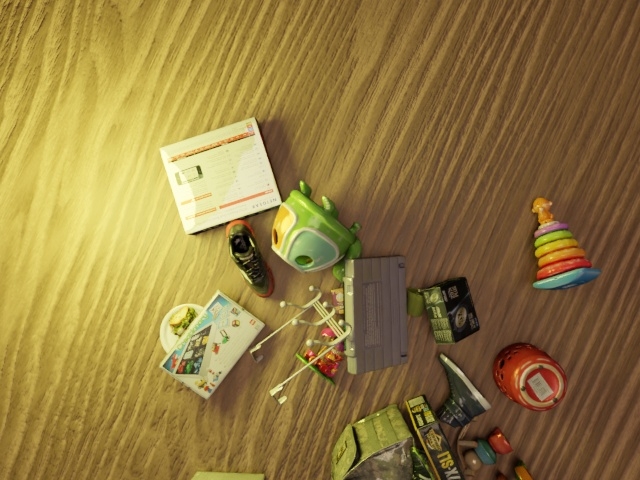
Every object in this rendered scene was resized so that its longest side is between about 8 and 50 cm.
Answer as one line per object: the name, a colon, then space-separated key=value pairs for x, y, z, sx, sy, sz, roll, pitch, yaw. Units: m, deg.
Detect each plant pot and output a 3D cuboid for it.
plant pot: x=0.314 y=0.206 z=1.617 sx=0.083 sy=0.083 sz=0.079 roll=13 pitch=102 yaw=2
plant pot: x=0.665 y=0.431 z=1.552 sx=0.190 sy=0.174 sz=0.191 roll=0 pitch=88 yaw=0

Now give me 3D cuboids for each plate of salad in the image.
plate of salad: x=-0.441 y=0.313 z=1.645 sx=0.199 sy=0.048 sz=0.200 roll=0 pitch=89 yaw=1

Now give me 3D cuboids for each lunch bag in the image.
lunch bag: x=0.157 y=0.666 z=1.528 sx=0.286 sy=0.235 sz=0.169 roll=-25 pitch=94 yaw=0

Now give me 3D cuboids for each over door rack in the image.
over door rack: x=-0.083 y=0.308 z=1.537 sx=0.324 sy=0.239 sz=0.108 roll=-45 pitch=125 yaw=0

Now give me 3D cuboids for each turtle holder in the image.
turtle holder: x=-0.015 y=-0.012 z=1.567 sx=0.243 sy=0.320 sz=0.227 roll=38 pitch=90 yaw=34

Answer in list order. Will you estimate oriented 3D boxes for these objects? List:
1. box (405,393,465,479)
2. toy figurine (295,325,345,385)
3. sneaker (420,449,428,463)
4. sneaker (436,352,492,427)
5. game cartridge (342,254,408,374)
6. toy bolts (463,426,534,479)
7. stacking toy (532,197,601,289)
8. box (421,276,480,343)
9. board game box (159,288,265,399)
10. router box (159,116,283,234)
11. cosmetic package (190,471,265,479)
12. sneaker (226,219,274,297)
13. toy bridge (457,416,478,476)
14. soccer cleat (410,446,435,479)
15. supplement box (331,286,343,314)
box: x=0.374 y=0.668 z=1.512 sx=0.079 sy=0.257 sz=0.322 roll=-24 pitch=89 yaw=1
toy figurine: x=0.033 y=0.363 z=1.610 sx=0.173 sy=0.130 sz=0.159 roll=42 pitch=80 yaw=-20
sneaker: x=0.287 y=0.739 z=1.608 sx=0.144 sy=0.059 sz=0.053 roll=-37 pitch=90 yaw=12
sneaker: x=0.420 y=0.496 z=1.600 sx=0.163 sy=0.086 sz=0.226 roll=-39 pitch=81 yaw=5
game cartridge: x=0.175 y=0.229 z=1.565 sx=0.230 sy=0.068 sz=0.356 roll=-2 pitch=91 yaw=-29
toy bolts: x=0.562 y=0.733 z=1.546 sx=0.158 sy=0.218 sz=0.229 roll=-37 pitch=70 yaw=7
stacking toy: x=0.747 y=0.002 z=1.581 sx=0.175 sy=0.165 sz=0.302 roll=-30 pitch=65 yaw=43
box: x=0.417 y=0.222 z=1.572 sx=0.147 sy=0.077 sz=0.180 roll=-13 pitch=88 yaw=-39
board game box: x=-0.350 y=0.338 z=1.609 sx=0.193 sy=0.053 sz=0.305 roll=39 pitch=86 yaw=-11
router box: x=-0.324 y=-0.209 z=1.634 sx=0.335 sy=0.082 sz=0.302 roll=-17 pitch=89 yaw=1
cosmetic package: x=-0.303 y=0.835 z=1.605 sx=0.237 sy=0.107 sz=0.127 roll=-1 pitch=86 yaw=5
sneaker: x=-0.227 y=0.070 z=1.589 sx=0.097 sy=0.135 sz=0.276 roll=-22 pitch=102 yaw=-2
toy bridge: x=0.473 y=0.655 z=1.588 sx=0.026 sy=0.063 sz=0.188 roll=35 pitch=54 yaw=-32
soccer cleat: x=0.283 y=0.667 z=1.385 sx=0.072 sy=0.060 sz=0.179 roll=-26 pitch=98 yaw=0
supplement box: x=0.067 y=0.199 z=1.635 sx=0.054 sy=0.043 sz=0.084 roll=-10 pitch=89 yaw=0
